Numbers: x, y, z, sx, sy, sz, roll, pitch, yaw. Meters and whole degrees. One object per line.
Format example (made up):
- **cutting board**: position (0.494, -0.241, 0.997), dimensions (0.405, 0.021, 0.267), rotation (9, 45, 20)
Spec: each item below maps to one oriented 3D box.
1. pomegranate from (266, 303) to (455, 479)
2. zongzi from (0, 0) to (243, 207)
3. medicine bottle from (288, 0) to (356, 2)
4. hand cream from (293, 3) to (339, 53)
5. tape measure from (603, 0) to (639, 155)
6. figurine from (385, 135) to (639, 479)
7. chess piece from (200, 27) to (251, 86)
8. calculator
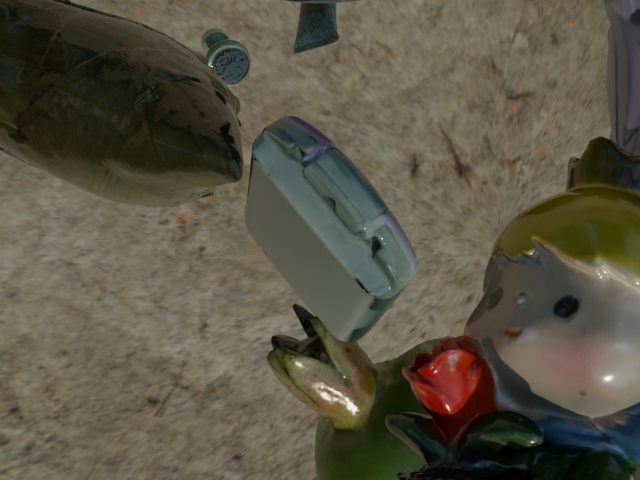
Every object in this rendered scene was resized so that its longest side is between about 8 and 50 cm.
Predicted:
- **pomegranate**: position (0.074, 0.182, 1.094), dimensions (0.236, 0.236, 0.302), rotation (-46, 118, 6)
- **zongzi**: position (-0.240, -0.139, 1.031), dimensions (0.356, 0.393, 0.174), rotation (20, 95, -10)
- **medicine bottle**: position (0.041, -0.338, 0.920), dimensions (0.237, 0.238, 0.232), rotation (-6, 114, 9)
- **hand cream**: position (-0.002, -0.335, 1.468), dimensions (0.067, 0.042, 0.195), rotation (-9, 59, 22)
- **tape measure**: position (0.285, -0.115, 0.780), dimensions (0.178, 0.105, 0.196), rotation (2, 96, -3)
- **figurine**: position (0.095, 0.065, 0.512), dimensions (0.185, 0.127, 0.234), rotation (6, 92, -12)
- **chess piece**: position (-0.142, -0.267, 1.586), dimensions (0.067, 0.103, 0.067), rotation (-9, 122, -15)
- **calculator**: position (0.000, 0.000, 0.791), dimensions (0.045, 0.246, 0.141), rotation (-37, 81, -14)
